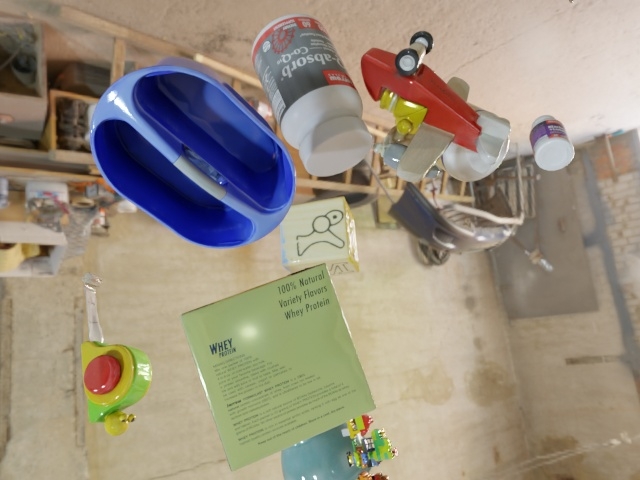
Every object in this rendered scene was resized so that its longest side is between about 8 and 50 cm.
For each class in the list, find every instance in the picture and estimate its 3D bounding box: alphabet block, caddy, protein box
[{"bbox_3d":[0.000,0.000,1.454,0.196,0.193,0.193,-8,162,11],"label":"alphabet block"},{"bbox_3d":[-0.198,-0.135,0.804,0.241,0.179,0.341,-42,122,14],"label":"caddy"},{"bbox_3d":[-0.062,0.161,0.675,0.199,0.201,0.136,-19,178,-13],"label":"protein box"}]

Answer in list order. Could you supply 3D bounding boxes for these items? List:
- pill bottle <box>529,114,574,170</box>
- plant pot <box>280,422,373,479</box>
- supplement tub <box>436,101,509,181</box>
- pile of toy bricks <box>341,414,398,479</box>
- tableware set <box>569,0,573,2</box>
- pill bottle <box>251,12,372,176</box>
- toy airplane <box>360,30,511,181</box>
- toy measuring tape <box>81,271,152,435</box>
[{"bbox_3d":[0.708,-0.310,1.508,0.107,0.194,0.108,7,131,8],"label":"pill bottle"},{"bbox_3d":[-0.005,0.636,1.496,0.292,0.196,0.293,-28,-176,2],"label":"plant pot"},{"bbox_3d":[0.469,-0.374,1.719,0.240,0.241,0.331,-2,-150,-20],"label":"supplement tub"},{"bbox_3d":[0.131,0.501,1.161,0.105,0.213,0.118,-21,165,24],"label":"pile of toy bricks"},{"bbox_3d":[0.413,-0.439,0.831,0.039,0.128,0.194,-55,-179,35],"label":"tableware set"},{"bbox_3d":[-0.020,-0.352,1.195,0.210,0.363,0.210,-20,158,-8],"label":"pill bottle"},{"bbox_3d":[0.287,-0.300,1.251,0.385,0.385,0.272,0,153,-34],"label":"toy airplane"},{"bbox_3d":[-0.390,0.198,0.932,0.121,0.331,0.121,-14,154,-7],"label":"toy measuring tape"}]
